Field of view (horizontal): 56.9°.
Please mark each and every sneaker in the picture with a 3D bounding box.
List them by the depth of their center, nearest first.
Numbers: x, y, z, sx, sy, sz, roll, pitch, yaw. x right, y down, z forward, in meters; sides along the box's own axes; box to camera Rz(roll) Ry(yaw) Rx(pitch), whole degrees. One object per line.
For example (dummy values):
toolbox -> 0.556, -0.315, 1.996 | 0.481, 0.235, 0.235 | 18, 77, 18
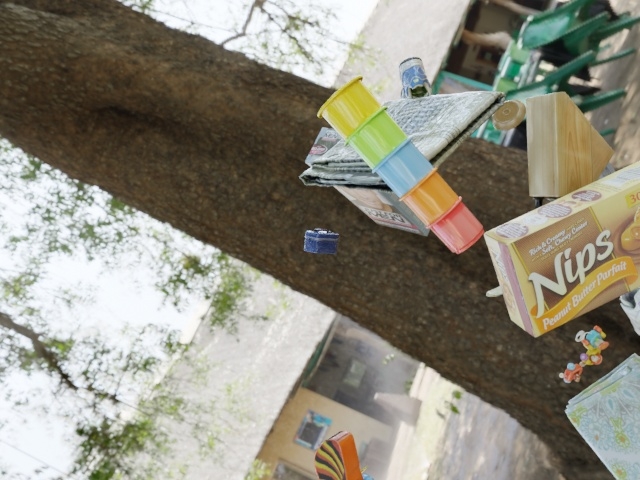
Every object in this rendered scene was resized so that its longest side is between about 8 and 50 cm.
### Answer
sneaker -> 0.818, 0.169, 1.462 | 0.114, 0.152, 0.305 | -47, -21, 4
sneaker -> 0.242, -0.362, 1.482 | 0.211, 0.080, 0.081 | 48, -152, -59

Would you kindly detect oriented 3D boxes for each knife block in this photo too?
knife block -> 0.490, -0.136, 1.240 | 0.242, 0.276, 0.088 | -53, 21, -11

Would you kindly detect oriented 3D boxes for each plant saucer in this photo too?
plant saucer -> 0.439, -0.298, 1.385 | 0.015, 0.083, 0.083 | 31, -101, -44

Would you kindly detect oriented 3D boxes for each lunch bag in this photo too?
lunch bag -> 0.000, 0.000, 1.645 | 0.098, 0.067, 0.065 | 2, -85, -44

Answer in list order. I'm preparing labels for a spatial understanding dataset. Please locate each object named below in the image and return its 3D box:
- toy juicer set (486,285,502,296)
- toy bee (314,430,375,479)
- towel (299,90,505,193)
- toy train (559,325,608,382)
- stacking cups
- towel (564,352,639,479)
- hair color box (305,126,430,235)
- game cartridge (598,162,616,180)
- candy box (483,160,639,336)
toy juicer set -> 0.623, 0.076, 1.592 | 0.209, 0.329, 0.089 | -16, -87, -63
toy bee -> 0.040, 0.574, 1.272 | 0.195, 0.162, 0.298 | 18, -124, -44
towel -> 0.150, -0.206, 1.168 | 0.324, 0.312, 0.056 | -44, -57, -27
toy train -> 0.693, 0.303, 1.536 | 0.125, 0.046, 0.166 | -15, -54, -26
stacking cups -> 0.129, -0.110, 0.942 | 0.096, 0.316, 0.096 | -40, 2, 2
towel -> 0.902, 0.536, 1.632 | 0.090, 0.374, 0.320 | -15, -31, -36
hair color box -> 0.152, -0.153, 1.597 | 0.374, 0.185, 0.113 | 36, -104, -44
game cartridge -> 0.806, -0.172, 1.691 | 0.062, 0.297, 0.198 | -31, 11, 33
candy box -> 0.459, 0.011, 1.010 | 0.087, 0.317, 0.182 | -127, 14, -72
